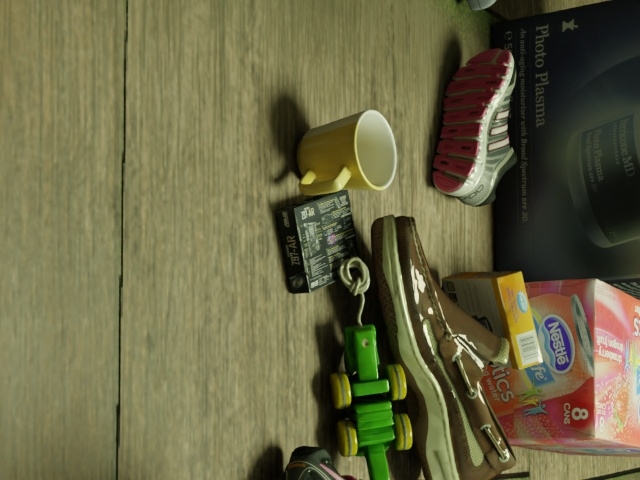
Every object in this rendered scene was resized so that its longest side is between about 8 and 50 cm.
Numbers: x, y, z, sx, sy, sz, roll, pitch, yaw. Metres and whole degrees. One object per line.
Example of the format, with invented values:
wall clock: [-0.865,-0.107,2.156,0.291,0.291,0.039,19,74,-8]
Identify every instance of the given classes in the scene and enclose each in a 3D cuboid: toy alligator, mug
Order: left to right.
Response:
mug: [0.013,-0.067,0.928,0.078,0.064,0.062,-4,89,-57]
toy alligator: [0.034,0.108,0.954,0.051,0.056,0.189,156,-73,-79]

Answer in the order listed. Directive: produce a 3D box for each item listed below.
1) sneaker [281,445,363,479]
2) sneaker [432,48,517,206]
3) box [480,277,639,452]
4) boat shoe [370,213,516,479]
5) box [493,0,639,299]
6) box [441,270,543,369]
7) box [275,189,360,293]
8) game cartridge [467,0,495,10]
sneaker: [0.023,0.217,0.901,0.077,0.072,0.178,-79,151,-43]
sneaker: [0.158,-0.105,1.168,0.075,0.063,0.170,43,56,-46]
box: [0.266,0.140,1.222,0.300,0.142,0.154,22,68,-55]
boat shoe: [0.109,0.090,1.008,0.095,0.095,0.257,-93,169,-66]
box: [0.346,-0.093,1.244,0.183,0.294,0.296,16,72,-56]
box: [0.148,0.069,1.068,0.028,0.136,0.081,-15,93,-15]
box: [0.000,0.000,0.941,0.083,0.018,0.067,-24,105,-56]
game cartridge: [0.152,-0.406,1.214,0.198,0.062,0.297,-48,125,-44]
